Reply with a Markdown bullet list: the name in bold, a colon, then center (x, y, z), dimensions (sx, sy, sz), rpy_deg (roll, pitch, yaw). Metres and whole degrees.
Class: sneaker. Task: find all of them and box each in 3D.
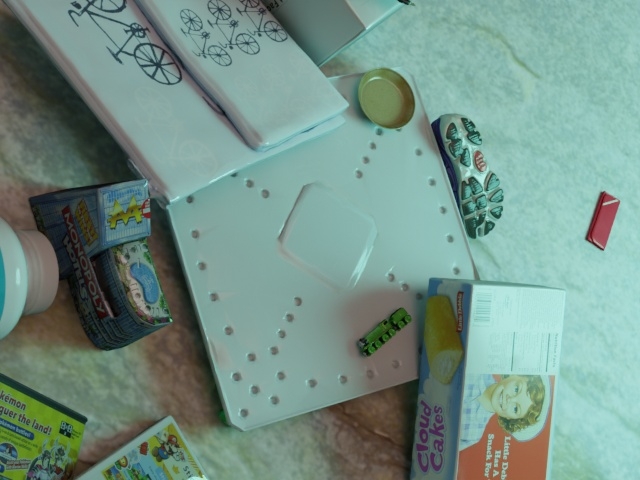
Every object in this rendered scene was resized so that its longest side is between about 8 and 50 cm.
- **sneaker**: center (0.188, -0.086, 1.816), dimensions (0.068, 0.071, 0.169), rpy_deg (-20, 102, -22)

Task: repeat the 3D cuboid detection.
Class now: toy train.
- **toy train**: center (0.077, 0.109, 1.665), dimensions (0.083, 0.017, 0.023), rpy_deg (-37, 85, -31)

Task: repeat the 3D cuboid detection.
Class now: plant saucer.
- **plant saucer**: center (0.081, -0.177, 1.750), dimensions (0.083, 0.015, 0.083), rpy_deg (9, 71, -26)

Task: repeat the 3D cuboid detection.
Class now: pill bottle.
- **pill bottle**: center (-0.399, 0.041, 1.396), dimensions (0.264, 0.146, 0.146), rpy_deg (-4, 77, -44)

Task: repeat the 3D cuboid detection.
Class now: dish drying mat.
- **dish drying mat**: center (0.396, -0.028, 1.939), dimensions (0.032, 0.008, 0.083), rpy_deg (32, 63, -18)

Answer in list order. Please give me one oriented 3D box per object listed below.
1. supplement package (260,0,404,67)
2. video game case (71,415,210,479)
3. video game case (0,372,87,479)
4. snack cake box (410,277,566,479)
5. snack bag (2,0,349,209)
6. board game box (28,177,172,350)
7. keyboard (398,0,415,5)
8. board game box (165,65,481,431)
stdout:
- **supplement package**: center (-0.013, -0.387, 1.726), dimensions (0.177, 0.175, 0.293), rpy_deg (-40, 96, -31)
- **video game case**: center (-0.174, 0.330, 1.487), dimensions (0.206, 0.026, 0.227), rpy_deg (-32, 92, -49)
- **video game case**: center (-0.341, 0.253, 1.357), dimensions (0.275, 0.035, 0.248), rpy_deg (43, 52, -55)
- **snack cake box**: center (0.204, 0.181, 1.683), dimensions (0.152, 0.089, 0.264), rpy_deg (5, 91, -33)
- **snack bag**: center (-0.162, -0.215, 1.594), dimensions (0.323, 0.037, 0.342), rpy_deg (52, 42, 8)
- **board game box**: center (-0.230, 0.013, 1.484), dimensions (0.060, 0.194, 0.194), rpy_deg (-16, 83, -31)
- **keyboard**: center (0.017, -0.368, 1.617), dimensions (0.317, 0.033, 0.201), rpy_deg (2, 70, -25)
- **board game box**: center (0.000, 0.000, 1.695), dimensions (0.390, 0.050, 0.390), rpy_deg (-13, 83, -30)
